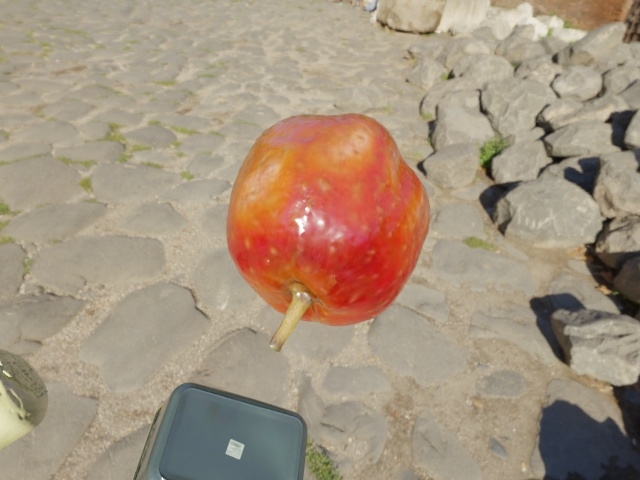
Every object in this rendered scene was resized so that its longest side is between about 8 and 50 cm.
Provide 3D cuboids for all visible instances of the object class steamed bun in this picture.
[{"bbox_3d":[-0.628,0.317,0.815,0.232,0.273,0.166,-35,81,-23],"label":"steamed bun"}]

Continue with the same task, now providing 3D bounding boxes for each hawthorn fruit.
[{"bbox_3d":[0.000,0.000,0.610,0.287,0.287,0.330,13,52,11],"label":"hawthorn fruit"}]

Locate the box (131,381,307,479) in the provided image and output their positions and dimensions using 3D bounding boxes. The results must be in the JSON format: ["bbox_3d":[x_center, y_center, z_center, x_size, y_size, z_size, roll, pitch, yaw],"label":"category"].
[{"bbox_3d":[-0.120,0.276,0.583,0.201,0.090,0.144,23,42,-14],"label":"box"}]
